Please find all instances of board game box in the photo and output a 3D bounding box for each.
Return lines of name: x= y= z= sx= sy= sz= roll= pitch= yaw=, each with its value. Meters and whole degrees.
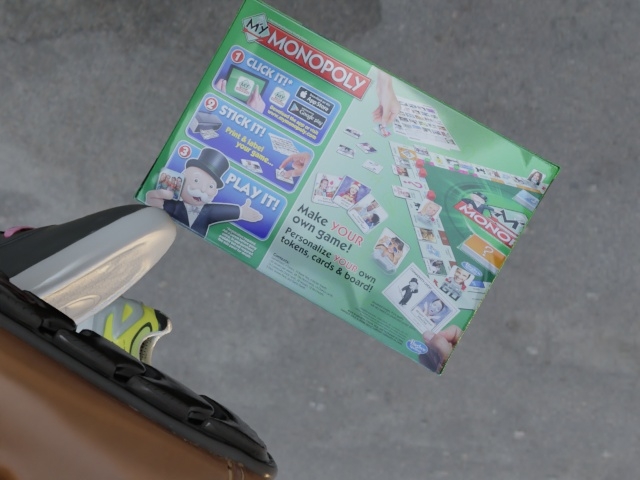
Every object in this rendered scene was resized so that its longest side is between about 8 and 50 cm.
board game box: x=0.022 y=-0.050 z=0.929 sx=0.317 sy=0.213 sz=0.046 roll=30 pitch=-178 yaw=4

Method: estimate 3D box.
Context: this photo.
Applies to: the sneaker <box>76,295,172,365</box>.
sneaker: x=-0.342 y=0.278 z=1.681 sx=0.147 sy=0.384 sz=0.145 roll=6 pitch=171 yaw=7

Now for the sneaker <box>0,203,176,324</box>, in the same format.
sneaker: x=-0.241 y=0.009 z=0.640 sx=0.296 sy=0.146 sz=0.104 roll=-26 pitch=167 yaw=9

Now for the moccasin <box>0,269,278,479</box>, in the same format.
moccasin: x=-0.208 y=0.061 z=0.471 sx=0.380 sy=0.147 sz=0.139 roll=35 pitch=174 yaw=-13
